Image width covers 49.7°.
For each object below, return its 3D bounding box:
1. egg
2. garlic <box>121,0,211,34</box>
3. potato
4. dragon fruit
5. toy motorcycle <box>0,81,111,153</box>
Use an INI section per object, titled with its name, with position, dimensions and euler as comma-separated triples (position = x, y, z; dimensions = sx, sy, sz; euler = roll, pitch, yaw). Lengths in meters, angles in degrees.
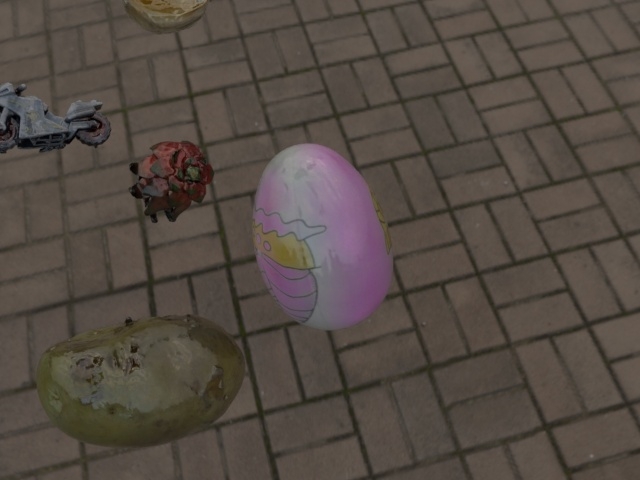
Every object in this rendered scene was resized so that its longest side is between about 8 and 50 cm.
[egg]
position = 0.000, 0.000, 0.956
dimensions = 0.196, 0.271, 0.196
euler = -13, 41, 12
[garlic]
position = -0.151, -0.244, 0.658
dimensions = 0.094, 0.074, 0.113
euler = 12, 65, -28
[potato]
position = -0.214, 0.174, 0.863
dimensions = 0.262, 0.165, 0.165
euler = 3, 55, -30
[dragon fruit]
position = -0.257, -0.106, 1.204
dimensions = 0.142, 0.121, 0.130
euler = -22, 88, -4
[toy motorcycle]
position = -0.482, -0.216, 1.208
dimensions = 0.215, 0.080, 0.123
euler = -8, 80, -28
